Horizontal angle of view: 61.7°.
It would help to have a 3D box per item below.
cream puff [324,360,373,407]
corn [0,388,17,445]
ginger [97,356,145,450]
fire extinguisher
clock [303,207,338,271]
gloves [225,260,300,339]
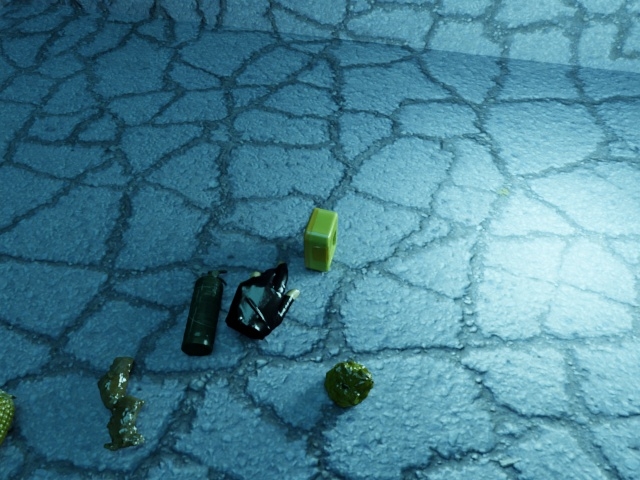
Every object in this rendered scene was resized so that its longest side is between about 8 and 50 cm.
[{"bbox_3d":[0.083,0.409,1.560,0.146,0.116,0.146,1,55,-2],"label":"cream puff"},{"bbox_3d":[-0.951,0.583,1.420,0.143,0.144,0.388,11,56,8],"label":"corn"},{"bbox_3d":[-0.573,0.457,1.544,0.122,0.084,0.290,-18,54,-5],"label":"ginger"},{"bbox_3d":[-0.366,0.214,1.728,0.114,0.095,0.312,23,49,-27],"label":"fire extinguisher"},{"bbox_3d":[0.000,0.000,1.817,0.096,0.202,0.144,15,54,10],"label":"clock"},{"bbox_3d":[-0.175,0.180,1.731,0.197,0.152,0.301,30,39,-11],"label":"gloves"}]
